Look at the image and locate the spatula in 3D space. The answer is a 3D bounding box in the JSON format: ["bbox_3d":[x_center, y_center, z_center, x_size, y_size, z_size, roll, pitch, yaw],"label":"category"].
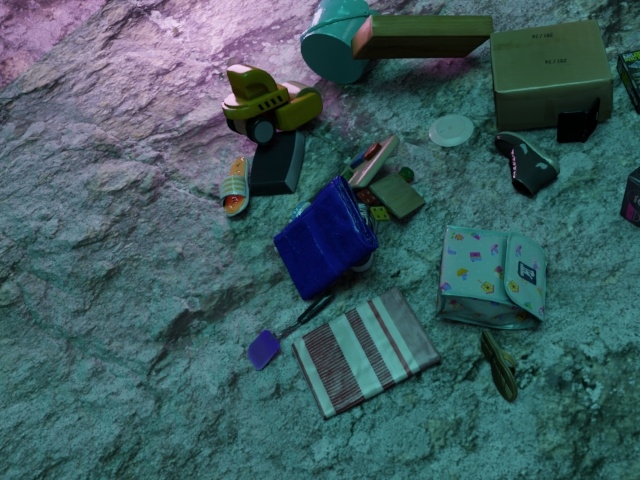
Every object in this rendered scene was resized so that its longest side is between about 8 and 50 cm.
[{"bbox_3d":[-0.078,0.232,1.651,0.296,0.030,0.084,-38,50,-10],"label":"spatula"}]

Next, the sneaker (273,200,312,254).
[{"bbox_3d":[-0.060,-0.029,1.819,0.083,0.071,0.190,20,72,22],"label":"sneaker"}]

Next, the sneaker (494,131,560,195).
[{"bbox_3d":[0.561,-0.225,1.734,0.118,0.083,0.222,-39,54,-10],"label":"sneaker"}]

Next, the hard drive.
[{"bbox_3d":[-0.148,-0.266,2.020,0.172,0.054,0.254,-2,55,17],"label":"hard drive"}]

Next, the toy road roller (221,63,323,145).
[{"bbox_3d":[-0.175,-0.490,2.029,0.330,0.240,0.202,-30,37,-21],"label":"toy road roller"}]

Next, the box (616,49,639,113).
[{"bbox_3d":[1.048,-0.491,1.778,0.270,0.060,0.216,-10,52,11],"label":"box"}]

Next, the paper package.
[{"bbox_3d":[0.691,-0.503,1.839,0.325,0.168,0.309,-4,53,17],"label":"paper package"}]

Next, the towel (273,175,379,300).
[{"bbox_3d":[0.000,0.000,1.631,0.308,0.076,0.227,-43,63,38],"label":"towel"}]

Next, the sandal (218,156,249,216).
[{"bbox_3d":[-0.293,-0.191,1.989,0.102,0.076,0.265,-26,45,24],"label":"sandal"}]

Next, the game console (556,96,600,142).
[{"bbox_3d":[0.740,-0.345,1.734,0.071,0.122,0.107,32,70,33],"label":"game console"}]

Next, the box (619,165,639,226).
[{"bbox_3d":[0.908,-0.154,1.513,0.270,0.165,0.143,-37,53,-10],"label":"box"}]

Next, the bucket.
[{"bbox_3d":[0.070,-0.707,2.139,0.281,0.281,0.183,13,65,26],"label":"bucket"}]

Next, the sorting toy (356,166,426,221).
[{"bbox_3d":[0.212,-0.120,1.762,0.132,0.046,0.275,46,47,14],"label":"sorting toy"}]

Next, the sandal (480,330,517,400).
[{"bbox_3d":[0.430,0.289,1.425,0.049,0.072,0.180,-4,47,-11],"label":"sandal"}]

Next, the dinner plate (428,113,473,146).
[{"bbox_3d":[0.415,-0.355,1.921,0.141,0.017,0.141,-10,53,14],"label":"dinner plate"}]

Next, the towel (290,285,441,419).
[{"bbox_3d":[0.110,0.285,1.549,0.329,0.037,0.237,-28,53,0],"label":"towel"}]

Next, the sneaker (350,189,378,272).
[{"bbox_3d":[0.106,-0.065,1.726,0.099,0.153,0.282,-7,54,13],"label":"sneaker"}]

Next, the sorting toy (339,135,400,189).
[{"bbox_3d":[0.092,-0.188,1.817,0.307,0.041,0.229,-52,17,-20],"label":"sorting toy"}]

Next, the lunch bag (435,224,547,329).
[{"bbox_3d":[0.429,0.093,1.504,0.262,0.160,0.223,8,54,10],"label":"lunch bag"}]

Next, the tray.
[{"bbox_3d":[0.326,-0.654,1.959,0.411,0.203,0.076,-5,87,-15],"label":"tray"}]
